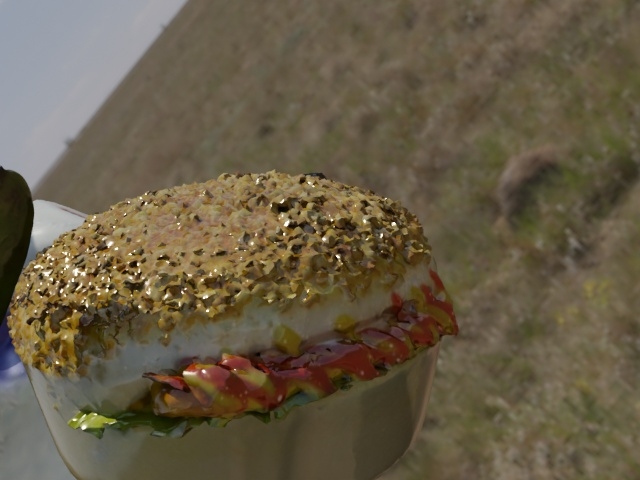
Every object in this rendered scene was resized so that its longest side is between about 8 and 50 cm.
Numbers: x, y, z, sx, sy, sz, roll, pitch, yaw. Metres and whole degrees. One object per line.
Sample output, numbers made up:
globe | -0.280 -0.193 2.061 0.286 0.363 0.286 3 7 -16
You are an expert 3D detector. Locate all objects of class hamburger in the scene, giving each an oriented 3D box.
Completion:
hamburger | -0.056 0.049 0.913 0.276 0.179 0.294 -19 24 -32

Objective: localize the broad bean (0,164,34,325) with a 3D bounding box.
broad bean | -0.254 0.109 0.786 0.339 0.061 0.077 -56 -32 4

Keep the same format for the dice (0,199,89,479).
dice | -0.236 0.145 1.575 0.277 0.304 0.304 26 -94 -78

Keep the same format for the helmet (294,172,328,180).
helmet | 0.000 0.000 1.310 0.070 0.123 0.098 -38 19 43
